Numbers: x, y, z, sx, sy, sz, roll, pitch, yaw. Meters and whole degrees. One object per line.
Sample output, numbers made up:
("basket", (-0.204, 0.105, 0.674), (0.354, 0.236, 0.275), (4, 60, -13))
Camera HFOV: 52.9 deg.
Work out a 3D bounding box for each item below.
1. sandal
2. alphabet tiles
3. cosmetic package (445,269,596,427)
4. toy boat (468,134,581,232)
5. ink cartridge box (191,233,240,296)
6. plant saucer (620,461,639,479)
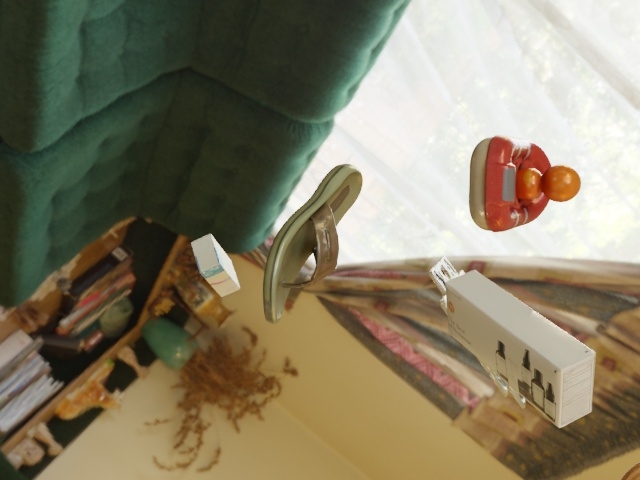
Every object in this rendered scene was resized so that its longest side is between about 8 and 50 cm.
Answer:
("sandal", (0.001, -0.002, 0.998), (0.303, 0.086, 0.120), (-55, 159, -26))
("alphabet tiles", (0.352, 0.191, 1.411), (0.011, 0.343, 0.285), (-35, 177, 23))
("cosmetic package", (0.262, 0.139, 0.880), (0.060, 0.099, 0.239), (-18, -151, -19))
("toy boat", (0.336, -0.091, 1.028), (0.231, 0.151, 0.151), (-12, 104, -58))
("ink cartridge box", (-0.232, 0.057, 1.430), (0.052, 0.089, 0.122), (-25, 145, 2))
("plant saucer", (0.563, 0.423, 0.990), (0.200, 0.200, 0.037), (-52, 176, 23))
